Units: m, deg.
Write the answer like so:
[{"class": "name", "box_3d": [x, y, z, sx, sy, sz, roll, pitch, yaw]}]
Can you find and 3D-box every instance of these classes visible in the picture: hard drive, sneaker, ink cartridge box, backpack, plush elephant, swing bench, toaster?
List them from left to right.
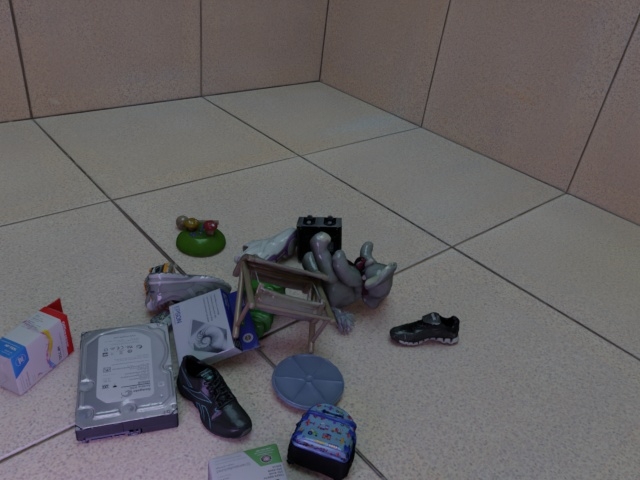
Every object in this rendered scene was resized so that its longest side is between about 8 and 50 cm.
[{"class": "ink cartridge box", "box_3d": [-0.737, 0.272, 1.397, 0.078, 0.134, 0.231, 17, 34, 15]}, {"class": "hard drive", "box_3d": [-0.506, 0.355, 1.388, 0.237, 0.064, 0.339, -4, 35, -18]}, {"class": "sneaker", "box_3d": [-0.527, 0.152, 1.697, 0.083, 0.084, 0.215, -8, 30, 4]}, {"class": "ink cartridge box", "box_3d": [-0.459, 0.231, 1.621, 0.063, 0.029, 0.115, 19, 34, 16]}, {"class": "sneaker", "box_3d": [-0.412, 0.164, 1.668, 0.281, 0.115, 0.105, 9, -7, -40]}, {"class": "sneaker", "box_3d": [-0.276, 0.393, 1.340, 0.267, 0.106, 0.101, 31, 37, 29]}, {"class": "ink cartridge box", "box_3d": [-0.309, 0.245, 1.520, 0.224, 0.045, 0.223, -19, 49, -7]}, {"class": "ink cartridge box", "box_3d": [-0.138, 0.561, 1.115, 0.160, 0.092, 0.219, -6, 35, -20]}, {"class": "sneaker", "box_3d": [-0.189, 0.020, 1.930, 0.152, 0.114, 0.305, 23, 35, 21]}, {"class": "swing bench", "box_3d": [-0.112, 0.160, 1.534, 0.253, 0.165, 0.254, 15, 41, -21]}, {"class": "toaster", "box_3d": [0.000, 0.000, 1.963, 0.168, 0.185, 0.110, 1, 30, 4]}, {"class": "backpack", "box_3d": [0.017, 0.466, 1.280, 0.158, 0.117, 0.173, 17, 31, 12]}, {"class": "plush elephant", "box_3d": [0.120, 0.112, 1.731, 0.255, 0.272, 0.330, -19, 69, -16]}, {"class": "sneaker", "box_3d": [0.332, 0.269, 1.663, 0.234, 0.106, 0.078, 1, 32, -10]}]

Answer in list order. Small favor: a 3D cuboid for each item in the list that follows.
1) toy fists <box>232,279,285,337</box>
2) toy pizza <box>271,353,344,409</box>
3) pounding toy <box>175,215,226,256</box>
[{"class": "toy fists", "box_3d": [-0.196, 0.208, 1.658, 0.142, 0.096, 0.279, 7, 34, 15]}, {"class": "toy pizza", "box_3d": [-0.035, 0.392, 1.460, 0.201, 0.032, 0.201, 7, 32, -4]}, {"class": "pounding toy", "box_3d": [-0.450, -0.048, 1.985, 0.183, 0.110, 0.237, -4, 34, -18]}]
